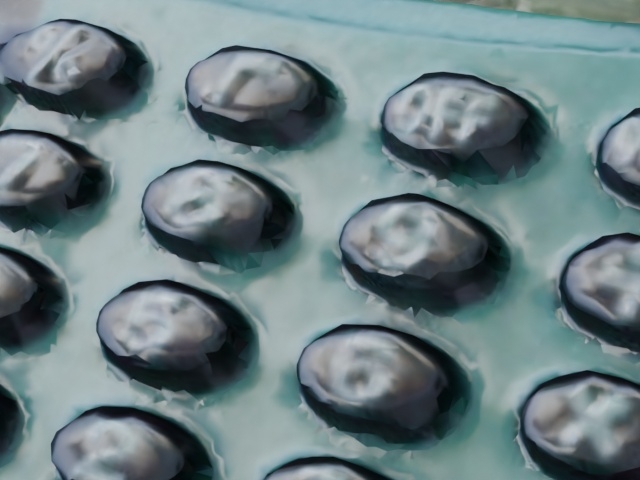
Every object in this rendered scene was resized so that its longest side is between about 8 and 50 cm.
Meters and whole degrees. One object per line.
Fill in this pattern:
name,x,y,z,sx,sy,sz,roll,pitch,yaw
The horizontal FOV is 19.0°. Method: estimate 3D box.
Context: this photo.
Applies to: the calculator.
calculator,0.000,0.000,0.424,0.058,0.248,0.274,45,-120,-58
